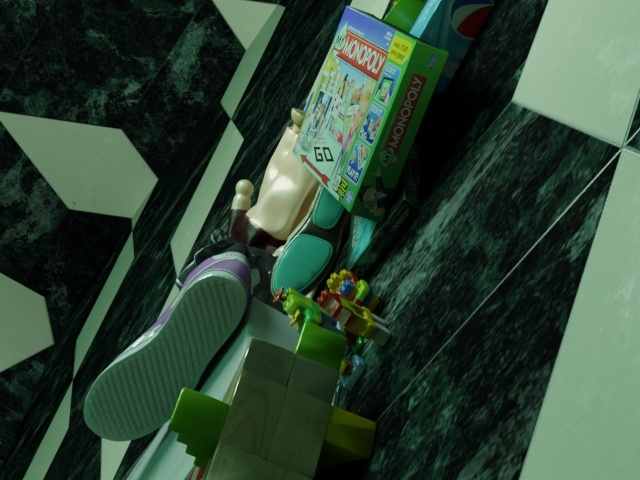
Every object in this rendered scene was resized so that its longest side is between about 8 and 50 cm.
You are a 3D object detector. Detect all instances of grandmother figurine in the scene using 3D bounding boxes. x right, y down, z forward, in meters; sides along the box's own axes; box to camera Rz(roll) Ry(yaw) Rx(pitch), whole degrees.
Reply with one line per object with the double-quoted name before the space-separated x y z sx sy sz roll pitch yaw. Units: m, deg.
"grandmother figurine" -0.077 -0.017 2.249 0.342 0.104 0.208 -59 26 12

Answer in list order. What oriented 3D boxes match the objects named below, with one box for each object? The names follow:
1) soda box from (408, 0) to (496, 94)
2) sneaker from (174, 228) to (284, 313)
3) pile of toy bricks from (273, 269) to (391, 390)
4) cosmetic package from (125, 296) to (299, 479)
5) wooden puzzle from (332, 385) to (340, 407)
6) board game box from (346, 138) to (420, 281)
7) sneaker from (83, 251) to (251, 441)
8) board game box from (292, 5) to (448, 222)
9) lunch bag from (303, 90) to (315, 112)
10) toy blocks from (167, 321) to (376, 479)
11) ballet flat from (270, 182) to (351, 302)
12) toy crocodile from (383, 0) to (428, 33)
"soda box" 0.173 -0.293 1.961 0.210 0.067 0.071 -61 13 -4
"sneaker" -0.132 0.102 2.046 0.101 0.153 0.268 -47 17 46
"pile of toy bricks" -0.002 0.085 1.688 0.118 0.105 0.212 -57 12 10
"cosmetic package" -0.151 0.286 1.825 0.377 0.097 0.284 -55 14 19
"wooden puzzle" 0.004 0.189 1.653 0.049 0.006 0.083 -52 14 30
"board game box" 0.077 -0.041 1.851 0.126 0.026 0.186 -54 14 25
"sneaker" -0.180 0.129 1.915 0.282 0.102 0.161 -44 11 16
"board game box" 0.053 -0.165 1.885 0.317 0.046 0.213 -131 60 -69
"lunch bag" 0.013 -0.183 2.340 0.067 0.065 0.098 9 70 55
"toy blocks" -0.093 0.290 1.488 0.381 0.190 0.261 -73 7 -49
"ballet flat" 0.000 0.000 2.011 0.206 0.073 0.067 -60 -15 -14
"toy crocodile" 0.147 -0.365 2.119 0.105 0.115 0.340 -50 16 39
